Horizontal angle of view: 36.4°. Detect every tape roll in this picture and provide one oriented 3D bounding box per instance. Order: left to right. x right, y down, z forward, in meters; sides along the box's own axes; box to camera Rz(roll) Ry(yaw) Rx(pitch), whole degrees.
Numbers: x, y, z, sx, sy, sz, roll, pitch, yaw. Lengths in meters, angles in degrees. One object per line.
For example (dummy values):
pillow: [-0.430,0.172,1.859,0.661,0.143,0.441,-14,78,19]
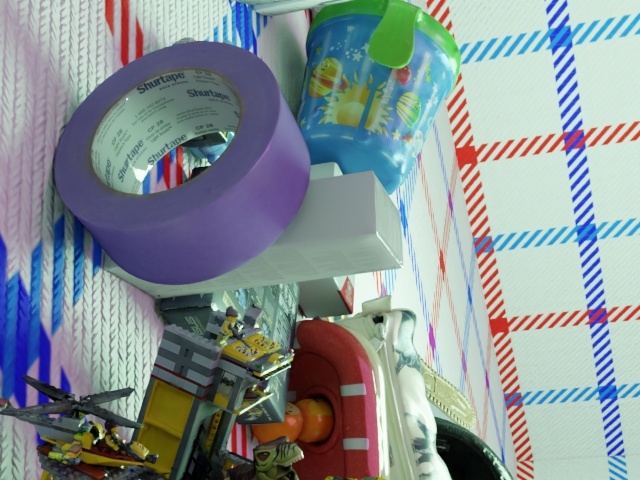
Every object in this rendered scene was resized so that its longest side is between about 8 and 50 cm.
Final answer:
tape roll: [-0.108,-0.064,0.776,0.080,0.189,0.189,61,27,-51]

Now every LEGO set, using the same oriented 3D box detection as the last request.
LEGO set: [-0.062,0.162,0.714,0.331,0.255,0.192,-2,112,-63]

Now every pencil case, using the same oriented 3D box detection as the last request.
pencil case: [0.092,0.283,1.231,0.183,0.160,0.410,80,-3,-63]

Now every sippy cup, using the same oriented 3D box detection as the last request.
sippy cup: [0.066,-0.192,1.402,0.305,0.240,0.224,52,48,-49]

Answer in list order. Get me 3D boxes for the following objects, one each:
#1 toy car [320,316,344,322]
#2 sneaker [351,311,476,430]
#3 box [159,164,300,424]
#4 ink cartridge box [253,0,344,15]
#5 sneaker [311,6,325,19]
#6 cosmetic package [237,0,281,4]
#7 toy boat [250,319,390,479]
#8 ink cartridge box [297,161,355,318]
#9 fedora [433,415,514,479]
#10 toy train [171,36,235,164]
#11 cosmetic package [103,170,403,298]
toy car: [0.015,0.066,1.416,0.060,0.041,0.122,19,66,-72]
sneaker: [0.110,0.247,1.604,0.282,0.153,0.099,44,33,-17]
box: [-0.087,0.062,1.031,0.232,0.059,0.183,65,23,-48]
ink cartridge box: [0.012,-0.396,1.286,0.092,0.218,0.158,-33,114,-72]
sneaker: [0.027,-0.370,1.599,0.115,0.090,0.232,17,75,-80]
cosmetic package: [-0.082,-0.377,1.072,0.365,0.155,0.197,-35,120,-73]
toy boat: [-0.016,0.206,1.128,0.151,0.151,0.231,9,72,-43]
ink cartridge box: [0.000,0.000,1.334,0.127,0.072,0.175,62,26,-51]
fedora: [0.127,0.417,1.365,0.152,0.334,0.334,118,-20,-55]
toy train: [-0.111,-0.133,1.011,0.184,0.080,0.105,55,41,-63]
cosmetic package: [-0.056,-0.002,0.839,0.099,0.239,0.060,50,36,-63]
